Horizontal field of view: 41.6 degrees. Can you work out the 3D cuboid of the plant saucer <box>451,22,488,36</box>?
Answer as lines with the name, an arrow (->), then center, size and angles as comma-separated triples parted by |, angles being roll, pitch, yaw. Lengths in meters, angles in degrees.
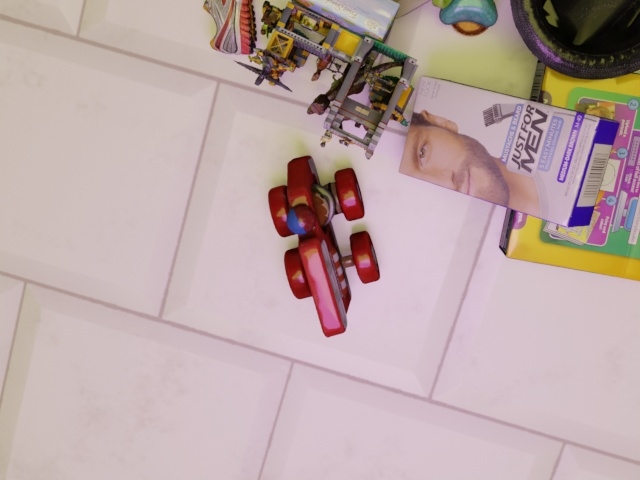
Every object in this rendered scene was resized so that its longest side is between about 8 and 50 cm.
plant saucer -> 0.275, -0.415, 1.538 | 0.083, 0.013, 0.083 | 1, 102, 5

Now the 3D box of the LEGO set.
LEGO set -> 0.009, -0.255, 1.473 | 0.331, 0.255, 0.192 | 26, 86, -8

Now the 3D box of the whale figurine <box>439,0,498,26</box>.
whale figurine -> 0.267, -0.511, 1.451 | 0.216, 0.141, 0.272 | 6, 99, 3

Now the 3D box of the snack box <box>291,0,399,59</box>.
snack box -> 0.040, -0.396, 1.460 | 0.174, 0.207, 0.070 | 27, 91, 0

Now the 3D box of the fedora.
fedora -> 0.475, -0.431, 1.443 | 0.334, 0.152, 0.334 | 0, 98, -1

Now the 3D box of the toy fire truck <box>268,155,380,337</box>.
toy fire truck -> 0.000, 0.000, 1.524 | 0.169, 0.254, 0.302 | -14, 100, 7

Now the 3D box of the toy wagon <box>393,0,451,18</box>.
toy wagon -> 0.130, -0.555, 1.413 | 0.267, 0.068, 0.344 | 29, 129, 23

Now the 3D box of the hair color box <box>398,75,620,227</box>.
hair color box -> 0.316, -0.159, 1.457 | 0.339, 0.110, 0.185 | 22, 106, 36

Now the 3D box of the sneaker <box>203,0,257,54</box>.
sneaker -> -0.173, -0.451, 1.532 | 0.093, 0.088, 0.225 | -2, 101, 7

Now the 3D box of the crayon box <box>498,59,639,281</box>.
crayon box -> 0.520, -0.124, 1.530 | 0.313, 0.106, 0.363 | 10, 101, 2
